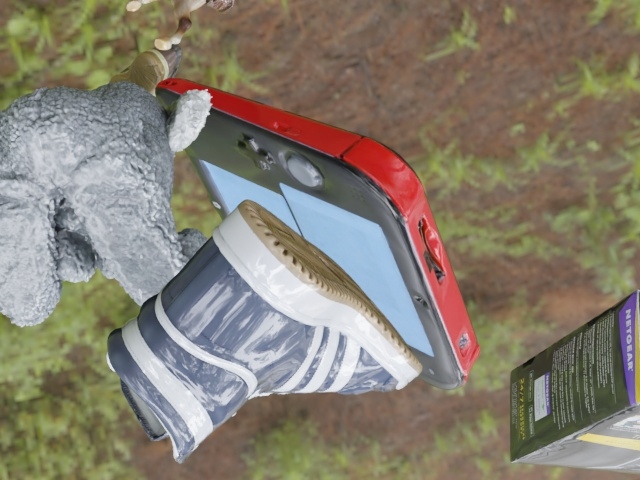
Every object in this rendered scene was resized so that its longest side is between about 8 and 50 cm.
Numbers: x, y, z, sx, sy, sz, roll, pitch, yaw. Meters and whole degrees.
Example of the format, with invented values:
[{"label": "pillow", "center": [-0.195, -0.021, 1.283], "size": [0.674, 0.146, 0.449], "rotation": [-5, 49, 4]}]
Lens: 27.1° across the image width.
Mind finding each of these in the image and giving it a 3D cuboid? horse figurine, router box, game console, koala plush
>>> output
[{"label": "horse figurine", "center": [-0.193, -0.287, 1.415], "size": [0.263, 0.174, 0.066], "rotation": [20, 134, 14]}, {"label": "router box", "center": [0.325, 0.121, 0.983], "size": [0.308, 0.081, 0.243], "rotation": [7, 160, -11]}, {"label": "game console", "center": [0.000, 0.000, 1.468], "size": [0.342, 0.060, 0.386], "rotation": [20, 150, 34]}, {"label": "koala plush", "center": [-0.185, -0.069, 1.148], "size": [0.196, 0.221, 0.203], "rotation": [-4, 118, 13]}]

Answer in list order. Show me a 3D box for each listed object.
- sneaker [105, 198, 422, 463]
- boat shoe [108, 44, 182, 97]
[{"label": "sneaker", "center": [-0.038, 0.080, 0.897], "size": [0.153, 0.099, 0.282], "rotation": [-43, 151, 4]}, {"label": "boat shoe", "center": [-0.197, -0.180, 1.510], "size": [0.049, 0.056, 0.152], "rotation": [-32, -175, -31]}]
